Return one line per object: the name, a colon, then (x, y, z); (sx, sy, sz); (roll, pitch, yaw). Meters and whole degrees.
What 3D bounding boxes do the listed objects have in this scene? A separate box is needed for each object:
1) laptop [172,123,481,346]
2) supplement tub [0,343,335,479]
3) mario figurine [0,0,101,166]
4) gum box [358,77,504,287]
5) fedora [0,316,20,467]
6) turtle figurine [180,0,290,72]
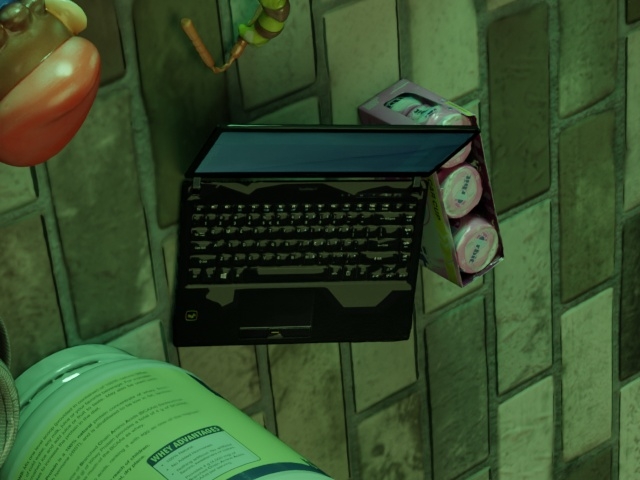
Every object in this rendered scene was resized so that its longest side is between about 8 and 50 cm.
laptop: (0.000, 0.000, 1.561); (0.234, 0.136, 0.264); (0, 113, -15)
supplement tub: (-0.131, 0.243, 1.489); (0.235, 0.325, 0.235); (-20, 124, -33)
mario figurine: (-0.289, -0.189, 1.302); (0.198, 0.170, 0.320); (-22, 122, 14)
gum box: (0.108, -0.059, 1.699); (0.062, 0.107, 0.188); (-34, 130, -23)
fedora: (-0.349, 0.146, 1.390); (0.275, 0.124, 0.243); (-12, 119, -37)
turtle figurine: (-0.005, -0.260, 1.471); (0.217, 0.087, 0.269); (-34, 150, -34)
